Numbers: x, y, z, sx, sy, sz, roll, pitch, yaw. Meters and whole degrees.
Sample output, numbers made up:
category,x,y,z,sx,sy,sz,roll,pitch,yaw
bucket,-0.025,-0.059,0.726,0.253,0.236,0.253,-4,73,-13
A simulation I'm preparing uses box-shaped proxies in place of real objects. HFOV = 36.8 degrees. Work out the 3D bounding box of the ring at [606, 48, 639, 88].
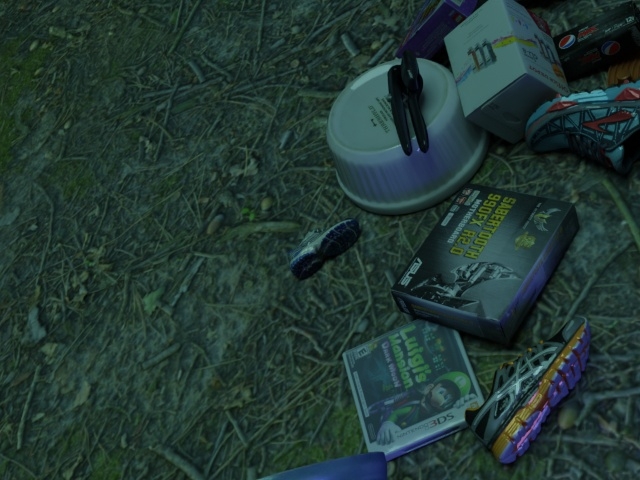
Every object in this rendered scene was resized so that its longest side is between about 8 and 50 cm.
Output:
category,x,y,z,sx,sy,sz,roll,pitch,yaw
ring,0.603,-0.275,1.458,0.336,0.032,0.337,-16,47,18

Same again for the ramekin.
category,x,y,z,sx,sy,sz,roll,pitch,yaw
ramekin,0.134,-0.184,1.592,0.272,0.127,0.273,-16,47,18

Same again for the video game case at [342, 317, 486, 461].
category,x,y,z,sx,sy,sz,roll,pitch,yaw
video game case,0.128,0.199,1.341,0.173,0.022,0.190,-25,44,10

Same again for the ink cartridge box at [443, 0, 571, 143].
category,x,y,z,sx,sy,sz,roll,pitch,yaw
ink cartridge box,0.296,-0.270,1.523,0.127,0.128,0.176,-35,50,37

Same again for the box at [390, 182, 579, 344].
category,x,y,z,sx,sy,sz,roll,pitch,yaw
box,0.237,0.026,1.382,0.183,0.056,0.231,15,56,39

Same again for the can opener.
category,x,y,z,sx,sy,sz,roll,pitch,yaw
can opener,0.132,-0.205,1.480,0.059,0.073,0.186,-10,58,13

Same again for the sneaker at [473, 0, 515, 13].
category,x,y,z,sx,sy,sz,roll,pitch,yaw
sneaker,0.374,-0.468,1.713,0.252,0.111,0.103,-30,25,40

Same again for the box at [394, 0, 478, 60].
category,x,y,z,sx,sy,sz,roll,pitch,yaw
box,0.253,-0.466,1.736,0.293,0.057,0.201,-61,10,-25

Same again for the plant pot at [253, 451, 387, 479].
category,x,y,z,sx,sy,sz,roll,pitch,yaw
plant pot,-0.037,0.384,1.124,0.293,0.293,0.196,-21,71,14

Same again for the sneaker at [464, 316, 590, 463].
category,x,y,z,sx,sy,sz,roll,pitch,yaw
sneaker,0.267,0.177,1.226,0.083,0.084,0.215,32,74,37

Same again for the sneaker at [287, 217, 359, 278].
category,x,y,z,sx,sy,sz,roll,pitch,yaw
sneaker,0.000,0.000,1.571,0.135,0.052,0.058,-35,39,0

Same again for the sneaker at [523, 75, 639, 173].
category,x,y,z,sx,sy,sz,roll,pitch,yaw
sneaker,0.416,-0.158,1.414,0.261,0.104,0.125,-13,67,40

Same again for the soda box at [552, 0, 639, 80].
category,x,y,z,sx,sy,sz,roll,pitch,yaw
soda box,0.437,-0.316,1.551,0.168,0.053,0.060,-22,43,32
